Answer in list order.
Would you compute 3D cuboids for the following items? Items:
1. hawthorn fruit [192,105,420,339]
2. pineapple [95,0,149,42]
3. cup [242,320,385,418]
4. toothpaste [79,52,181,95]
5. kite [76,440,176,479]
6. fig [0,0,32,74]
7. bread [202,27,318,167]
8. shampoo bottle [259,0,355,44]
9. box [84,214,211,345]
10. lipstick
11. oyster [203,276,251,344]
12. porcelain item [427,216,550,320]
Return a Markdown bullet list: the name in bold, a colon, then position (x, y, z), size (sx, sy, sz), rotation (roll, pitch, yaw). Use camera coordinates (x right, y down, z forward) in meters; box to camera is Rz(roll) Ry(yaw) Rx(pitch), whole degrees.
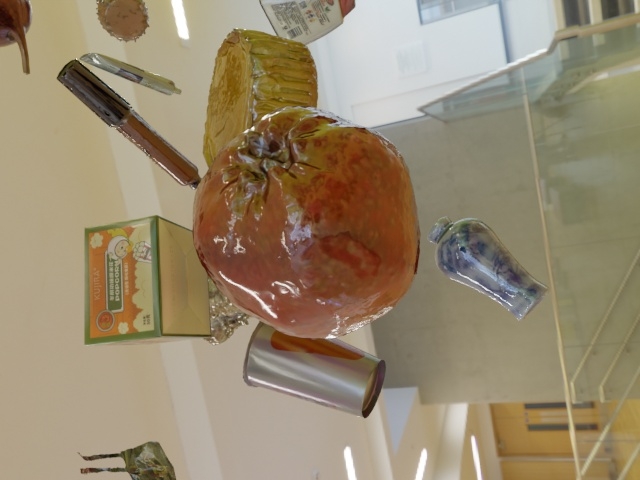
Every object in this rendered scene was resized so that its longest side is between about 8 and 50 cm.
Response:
- **hawthorn fruit**: position (0.000, 0.000, 0.483), size (0.253, 0.205, 0.205), rotation (54, -147, -51)
- **pineapple**: position (-0.599, -0.696, 1.533), size (0.170, 0.141, 0.310), rotation (31, -165, -40)
- **cup**: position (-0.007, 0.293, 1.180), size (0.203, 0.288, 0.203), rotation (-41, -41, -50)
- **toothpaste**: position (-0.417, -0.375, 1.152), size (0.233, 0.060, 0.038), rotation (11, -96, -47)
- **kite**: position (-0.374, 0.455, 1.006), size (0.141, 0.015, 0.245), rotation (47, -176, 35)
- **fig**: position (-0.752, -0.526, 1.200), size (0.207, 0.175, 0.175), rotation (40, -159, 6)
- **bread**: position (-0.106, -0.224, 0.874), size (0.227, 0.142, 0.253), rotation (38, 118, 58)
- **shampoo bottle**: position (0.006, -0.592, 1.261), size (0.153, 0.284, 0.071), rotation (60, -157, -31)
- **box**: position (-0.294, 0.077, 0.873), size (0.177, 0.148, 0.195), rotation (35, -132, -72)
- **lipstick**: position (-0.456, -0.273, 1.268), size (0.418, 0.077, 0.077), rotation (45, -142, -35)
- **oyster**: position (-0.277, 0.154, 1.270), size (0.107, 0.354, 0.201), rotation (-26, -99, -47)
- **porcelain item**: position (0.338, 0.049, 1.053), size (0.259, 0.141, 0.141), rotation (42, -175, 24)
